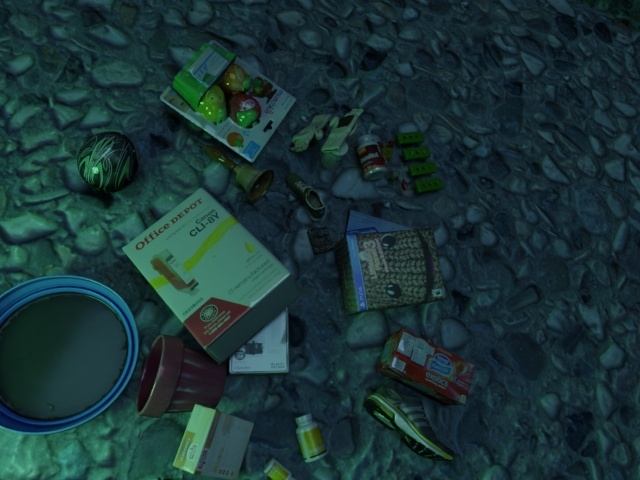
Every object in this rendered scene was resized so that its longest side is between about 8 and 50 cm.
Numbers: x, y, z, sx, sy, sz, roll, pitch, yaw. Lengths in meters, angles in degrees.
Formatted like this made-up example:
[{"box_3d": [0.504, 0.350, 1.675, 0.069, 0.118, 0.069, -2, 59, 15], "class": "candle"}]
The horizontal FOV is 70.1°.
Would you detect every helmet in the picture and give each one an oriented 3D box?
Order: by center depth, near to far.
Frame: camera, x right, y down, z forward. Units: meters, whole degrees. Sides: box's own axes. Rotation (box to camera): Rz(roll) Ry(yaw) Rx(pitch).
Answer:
[{"box_3d": [-0.618, -0.230, 1.328, 0.170, 0.161, 0.169, 6, 68, -14], "class": "helmet"}]

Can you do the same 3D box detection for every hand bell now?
[{"box_3d": [-0.282, -0.239, 1.481, 0.242, 0.126, 0.126, 35, 63, 14], "class": "hand bell"}]

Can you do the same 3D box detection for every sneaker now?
[{"box_3d": [0.275, 0.522, 1.324, 0.300, 0.111, 0.121, 41, 60, 0], "class": "sneaker"}, {"box_3d": [-0.043, -0.159, 1.510, 0.064, 0.086, 0.192, -29, 79, -24], "class": "sneaker"}]

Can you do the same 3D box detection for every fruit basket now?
[{"box_3d": [-0.294, -0.480, 1.525, 0.353, 0.165, 0.326, 32, 64, -6], "class": "fruit basket"}]

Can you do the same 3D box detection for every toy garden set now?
[{"box_3d": [0.319, -0.280, 1.688, 0.204, 0.049, 0.244, -11, 73, -22], "class": "toy garden set"}]

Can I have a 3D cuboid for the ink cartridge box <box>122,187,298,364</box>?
[{"box_3d": [-0.292, 0.084, 1.217, 0.279, 0.160, 0.385, -41, 65, -16], "class": "ink cartridge box"}]

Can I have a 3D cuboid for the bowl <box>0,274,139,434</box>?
[{"box_3d": [-0.667, 0.283, 1.158, 0.392, 0.077, 0.390, 6, 67, -15], "class": "bowl"}]

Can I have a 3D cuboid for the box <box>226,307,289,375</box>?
[{"box_3d": [-0.180, 0.238, 1.312, 0.169, 0.087, 0.289, 2, 69, -15], "class": "box"}]

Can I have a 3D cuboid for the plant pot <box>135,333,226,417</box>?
[{"box_3d": [-0.350, 0.355, 1.168, 0.180, 0.201, 0.201, 19, 64, -26], "class": "plant pot"}]

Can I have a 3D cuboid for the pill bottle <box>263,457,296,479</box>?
[{"box_3d": [-0.106, 0.619, 1.205, 0.083, 0.043, 0.043, 39, 64, 2], "class": "pill bottle"}]

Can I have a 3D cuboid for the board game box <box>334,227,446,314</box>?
[{"box_3d": [0.214, 0.096, 1.433, 0.291, 0.141, 0.231, -6, 78, -16], "class": "board game box"}]

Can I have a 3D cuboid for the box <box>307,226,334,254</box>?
[{"box_3d": [0.000, 0.000, 1.497, 0.067, 0.018, 0.083, -13, 73, -21], "class": "box"}]

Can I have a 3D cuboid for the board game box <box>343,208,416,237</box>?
[{"box_3d": [0.218, 0.000, 1.556, 0.282, 0.027, 0.144, 16, 64, -10], "class": "board game box"}]

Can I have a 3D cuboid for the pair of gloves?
[{"box_3d": [0.015, -0.377, 1.558, 0.204, 0.240, 0.042, -53, 132, -26], "class": "pair of gloves"}]

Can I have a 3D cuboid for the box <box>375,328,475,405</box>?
[{"box_3d": [0.315, 0.386, 1.377, 0.257, 0.122, 0.128, 27, 65, -5], "class": "box"}]

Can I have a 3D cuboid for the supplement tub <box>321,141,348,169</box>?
[{"box_3d": [0.049, -0.300, 1.581, 0.071, 0.107, 0.070, 5, 68, -14], "class": "supplement tub"}]

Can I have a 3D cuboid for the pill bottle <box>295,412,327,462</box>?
[{"box_3d": [-0.030, 0.537, 1.248, 0.065, 0.065, 0.116, -14, 74, -21], "class": "pill bottle"}]

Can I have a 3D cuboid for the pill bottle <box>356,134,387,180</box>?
[{"box_3d": [0.178, -0.297, 1.630, 0.086, 0.086, 0.151, -10, 72, -20], "class": "pill bottle"}]

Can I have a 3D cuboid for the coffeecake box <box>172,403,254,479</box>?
[{"box_3d": [-0.258, 0.502, 1.130, 0.068, 0.185, 0.142, 3, 62, 27], "class": "coffeecake box"}]
